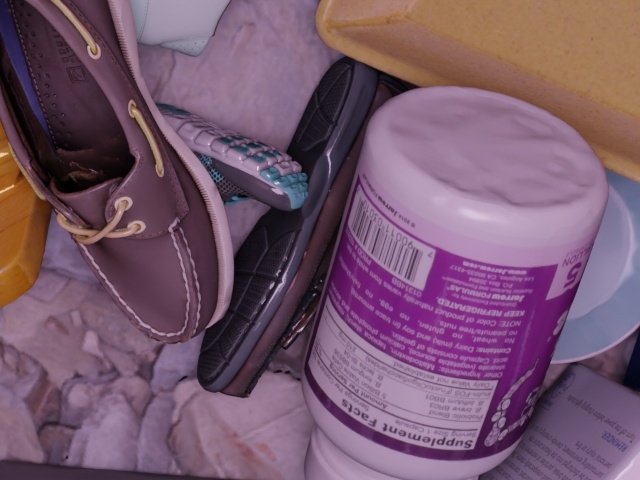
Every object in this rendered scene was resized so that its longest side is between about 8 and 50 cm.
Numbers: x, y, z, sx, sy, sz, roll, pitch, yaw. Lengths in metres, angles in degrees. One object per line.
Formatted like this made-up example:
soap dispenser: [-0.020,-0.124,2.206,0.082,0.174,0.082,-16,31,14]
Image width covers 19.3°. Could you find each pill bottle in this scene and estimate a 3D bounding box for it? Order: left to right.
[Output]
pill bottle: [0.080,0.059,1.308,0.169,0.169,0.301,10,124,-8]

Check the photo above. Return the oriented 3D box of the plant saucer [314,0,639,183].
plant saucer: [0.211,-0.226,1.347,0.333,0.081,0.333,25,91,15]

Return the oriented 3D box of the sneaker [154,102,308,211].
sneaker: [-0.081,-0.044,1.357,0.166,0.065,0.076,24,106,31]

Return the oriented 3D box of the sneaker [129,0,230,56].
sneaker: [-0.105,-0.257,1.351,0.151,0.094,0.256,18,84,-23]

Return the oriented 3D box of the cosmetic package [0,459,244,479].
cosmetic package: [-0.127,0.238,1.374,0.238,0.107,0.127,4,98,-10]

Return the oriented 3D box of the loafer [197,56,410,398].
loafer: [0.000,0.000,1.378,0.084,0.096,0.267,25,88,-24]

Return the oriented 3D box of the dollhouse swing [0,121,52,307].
dollhouse swing: [-0.321,-0.023,1.159,0.315,0.305,0.347,-28,129,-4]

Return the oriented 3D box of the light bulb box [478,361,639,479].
light bulb box: [0.219,0.347,1.364,0.358,0.225,0.361,42,88,-9]

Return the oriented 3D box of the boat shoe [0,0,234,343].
boat shoe: [-0.152,-0.057,1.278,0.117,0.096,0.324,-6,119,24]

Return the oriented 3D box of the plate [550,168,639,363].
plate: [0.175,0.000,1.432,0.188,0.024,0.188,-1,95,-8]

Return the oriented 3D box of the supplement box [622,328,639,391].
supplement box: [0.288,0.086,1.424,0.083,0.056,0.083,17,93,-27]
